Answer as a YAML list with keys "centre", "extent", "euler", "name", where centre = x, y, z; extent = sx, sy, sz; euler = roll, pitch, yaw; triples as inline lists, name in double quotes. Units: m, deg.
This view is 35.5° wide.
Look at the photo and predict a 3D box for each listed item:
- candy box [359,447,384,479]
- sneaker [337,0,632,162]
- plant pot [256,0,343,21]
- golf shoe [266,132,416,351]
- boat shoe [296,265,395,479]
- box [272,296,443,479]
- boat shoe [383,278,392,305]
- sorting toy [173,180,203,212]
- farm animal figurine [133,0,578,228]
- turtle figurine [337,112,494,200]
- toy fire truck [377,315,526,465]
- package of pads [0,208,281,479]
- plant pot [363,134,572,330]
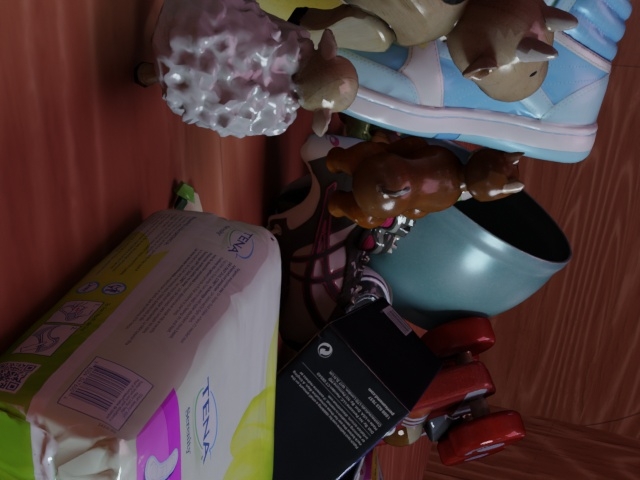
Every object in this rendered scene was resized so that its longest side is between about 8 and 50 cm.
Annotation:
- centre: [0.073, 0.438, 1.481]
  extent: [0.159, 0.071, 0.233]
  euler: [-64, 140, -80]
  name: "candy box"
- centre: [0.129, -0.197, 0.878]
  extent: [0.127, 0.319, 0.208]
  euler: [-124, -133, -56]
  name: "sneaker"
- centre: [0.022, -0.206, 0.774]
  extent: [0.134, 0.095, 0.134]
  euler: [-59, 174, -11]
  name: "plant pot"
- centre: [0.000, 0.000, 0.963]
  extent: [0.105, 0.120, 0.273]
  euler: [-74, -169, -47]
  name: "golf shoe"
- centre: [0.020, 0.181, 1.094]
  extent: [0.105, 0.113, 0.306]
  euler: [27, -82, 62]
  name: "boat shoe"
- centre: [0.003, 0.157, 0.907]
  extent: [0.184, 0.103, 0.261]
  euler: [-43, 172, 11]
  name: "box"
- centre: [0.025, 0.137, 1.251]
  extent: [0.081, 0.079, 0.227]
  euler: [98, 17, -46]
  name: "boat shoe"
- centre: [-0.096, -0.003, 0.708]
  extent: [0.083, 0.012, 0.062]
  euler: [84, 22, -55]
  name: "sorting toy"
- centre: [0.078, -0.176, 0.633]
  extent: [0.327, 0.172, 0.330]
  euler: [25, 78, -41]
  name: "farm animal figurine"
- centre: [0.114, -0.130, 1.115]
  extent: [0.266, 0.198, 0.274]
  euler: [-21, 124, -81]
  name: "turtle figurine"
- centre: [0.126, 0.233, 1.384]
  extent: [0.302, 0.254, 0.169]
  euler: [94, -18, -71]
  name: "toy fire truck"
- centre: [-0.103, 0.153, 0.610]
  extent: [0.229, 0.101, 0.296]
  euler: [-57, 156, -58]
  name: "package of pads"
- centre: [0.177, 0.006, 1.409]
  extent: [0.196, 0.293, 0.293]
  euler: [-55, 177, 23]
  name: "plant pot"
